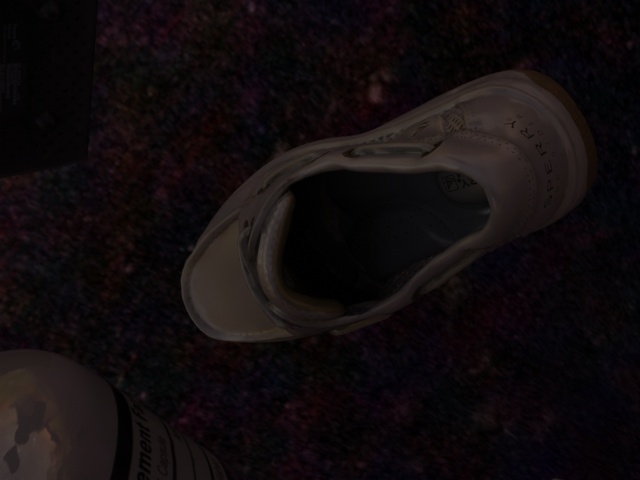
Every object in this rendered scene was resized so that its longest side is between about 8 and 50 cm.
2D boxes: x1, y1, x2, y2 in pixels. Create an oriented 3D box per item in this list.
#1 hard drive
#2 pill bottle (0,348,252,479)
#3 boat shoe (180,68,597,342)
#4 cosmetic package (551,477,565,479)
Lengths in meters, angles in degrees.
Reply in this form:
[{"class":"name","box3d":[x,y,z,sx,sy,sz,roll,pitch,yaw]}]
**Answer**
[{"class":"hard drive","box3d":[-0.276,-0.116,0.700,0.054,0.254,0.172,47,136,44]},{"class":"pill bottle","box3d":[-0.080,0.164,0.402,0.181,0.323,0.181,-39,27,24]},{"class":"boat shoe","box3d":[0.000,0.000,0.533,0.277,0.096,0.098,-29,93,46]},{"class":"cosmetic package","box3d":[0.171,0.229,0.489,0.085,0.117,0.231,-39,98,-18]}]
